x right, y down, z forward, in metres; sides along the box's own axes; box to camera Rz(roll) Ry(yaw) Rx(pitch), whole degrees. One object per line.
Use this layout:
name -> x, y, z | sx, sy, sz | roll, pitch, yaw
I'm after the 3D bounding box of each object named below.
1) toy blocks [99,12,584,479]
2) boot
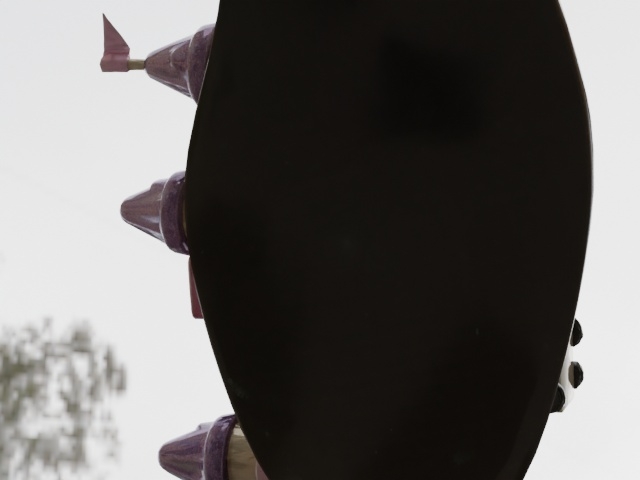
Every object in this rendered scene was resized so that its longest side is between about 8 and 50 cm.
toy blocks -> 0.000, 0.000, 1.191 | 0.260, 0.309, 0.288 | 1, -80, 20
boot -> 0.020, -0.066, 0.556 | 0.112, 0.115, 0.305 | -4, -79, 10
